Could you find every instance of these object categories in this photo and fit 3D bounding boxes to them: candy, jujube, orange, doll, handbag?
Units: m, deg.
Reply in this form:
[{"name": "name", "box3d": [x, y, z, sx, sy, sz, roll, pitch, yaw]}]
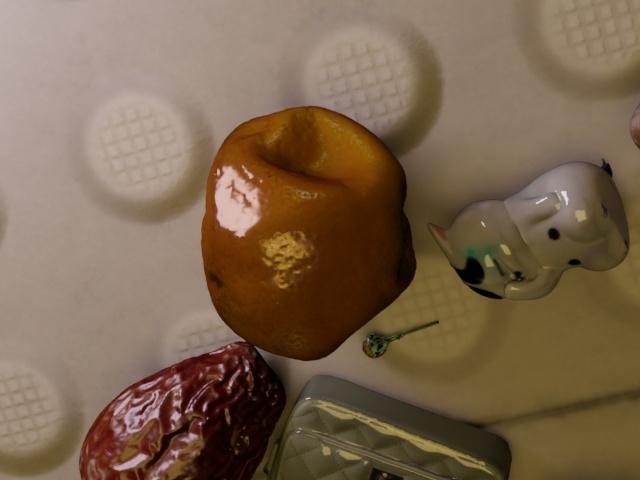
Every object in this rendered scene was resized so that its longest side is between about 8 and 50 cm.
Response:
[{"name": "candy", "box3d": [0.082, 0.099, 1.569, 0.083, 0.025, 0.023, -18, 146, 8]}, {"name": "jujube", "box3d": [-0.137, 0.205, 1.584, 0.236, 0.168, 0.168, -43, 95, 4]}, {"name": "orange", "box3d": [0.000, 0.000, 1.440, 0.183, 0.249, 0.249, 5, 108, 16]}, {"name": "doll", "box3d": [0.204, -0.005, 1.463, 0.180, 0.107, 0.110, -25, 129, 14]}, {"name": "handbag", "box3d": [0.062, 0.273, 1.599, 0.256, 0.079, 0.219, 19, 114, 7]}]

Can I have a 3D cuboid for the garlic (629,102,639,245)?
[{"name": "garlic", "box3d": [0.357, -0.029, 1.383, 0.207, 0.257, 0.207, 33, 152, 20]}]
